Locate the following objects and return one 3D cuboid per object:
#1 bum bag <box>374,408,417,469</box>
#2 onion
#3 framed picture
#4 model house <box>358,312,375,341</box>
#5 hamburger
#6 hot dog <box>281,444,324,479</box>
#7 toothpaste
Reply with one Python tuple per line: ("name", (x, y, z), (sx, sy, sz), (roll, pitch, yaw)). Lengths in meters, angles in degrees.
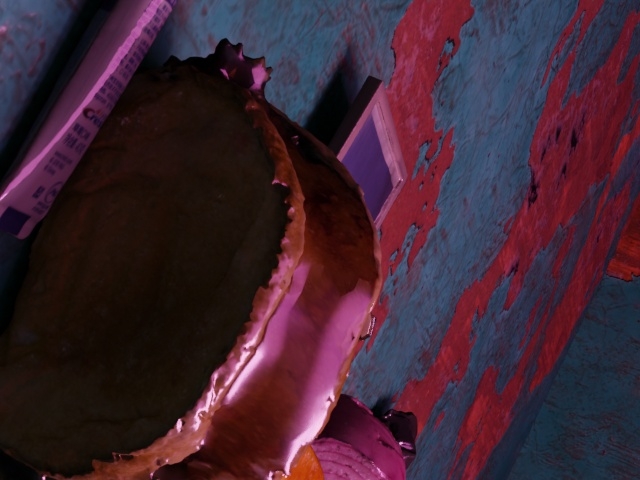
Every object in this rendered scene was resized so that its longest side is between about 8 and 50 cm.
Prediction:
("bum bag", (0.062, 0.286, 1.785), (0.142, 0.079, 0.326), (-66, 163, 13))
("onion", (-0.012, 0.248, 1.386), (0.200, 0.200, 0.207), (-10, 109, -69))
("framed picture", (0.000, 0.000, 1.264), (0.260, 0.023, 0.189), (-59, 159, -17))
("model house", (0.014, 0.104, 1.453), (0.083, 0.057, 0.058), (-59, 157, -26))
("hamburger", (-0.076, 0.040, 0.869), (0.309, 0.211, 0.132), (-63, 158, -4))
("hot dog", (-0.083, 0.245, 1.219), (0.153, 0.150, 0.257), (-6, 115, -61))
("toothpaste", (-0.130, -0.098, 0.816), (0.216, 0.037, 0.062), (-61, 162, -3))
